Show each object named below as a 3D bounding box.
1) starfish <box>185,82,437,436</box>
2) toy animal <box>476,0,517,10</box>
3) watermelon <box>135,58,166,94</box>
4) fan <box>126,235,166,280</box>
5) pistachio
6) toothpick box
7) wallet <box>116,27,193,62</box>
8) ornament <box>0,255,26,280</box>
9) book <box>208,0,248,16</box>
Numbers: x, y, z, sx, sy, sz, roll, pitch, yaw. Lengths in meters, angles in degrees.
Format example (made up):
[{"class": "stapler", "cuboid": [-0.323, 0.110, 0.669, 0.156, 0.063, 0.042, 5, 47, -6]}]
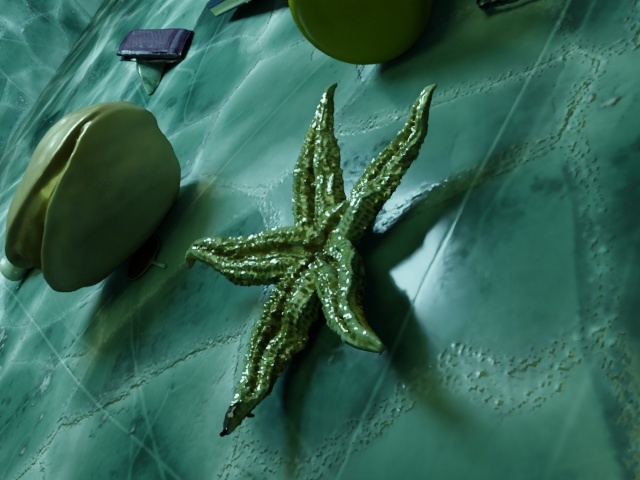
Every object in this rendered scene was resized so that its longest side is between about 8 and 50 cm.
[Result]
[{"class": "starfish", "cuboid": [0.003, 0.000, 0.582, 0.358, 0.078, 0.347, -40, 37, 17]}, {"class": "toy animal", "cuboid": [0.266, -0.310, 0.578, 0.253, 0.070, 0.079, -42, 0, 35]}, {"class": "watermelon", "cuboid": [-0.429, -0.429, 1.457, 0.180, 0.081, 0.094, -98, 29, -51]}, {"class": "fan", "cuboid": [-0.275, 0.032, 0.928, 0.133, 0.005, 0.085, 12, 69, 52]}, {"class": "pistachio", "cuboid": [-0.362, -0.074, 0.932, 0.229, 0.238, 0.321, 30, 89, 14]}, {"class": "toothpick box", "cuboid": [0.072, -0.376, 0.749, 0.175, 0.175, 0.271, -15, 47, 40]}, {"class": "wallet", "cuboid": [-0.403, -0.480, 1.414, 0.166, 0.030, 0.111, 3, 57, 8]}, {"class": "ornament", "cuboid": [-0.655, 0.022, 1.298, 0.156, 0.081, 0.074, -35, 44, 30]}, {"class": "book", "cuboid": [-0.071, -0.599, 1.118, 0.428, 0.039, 0.300, 19, 80, 60]}]
